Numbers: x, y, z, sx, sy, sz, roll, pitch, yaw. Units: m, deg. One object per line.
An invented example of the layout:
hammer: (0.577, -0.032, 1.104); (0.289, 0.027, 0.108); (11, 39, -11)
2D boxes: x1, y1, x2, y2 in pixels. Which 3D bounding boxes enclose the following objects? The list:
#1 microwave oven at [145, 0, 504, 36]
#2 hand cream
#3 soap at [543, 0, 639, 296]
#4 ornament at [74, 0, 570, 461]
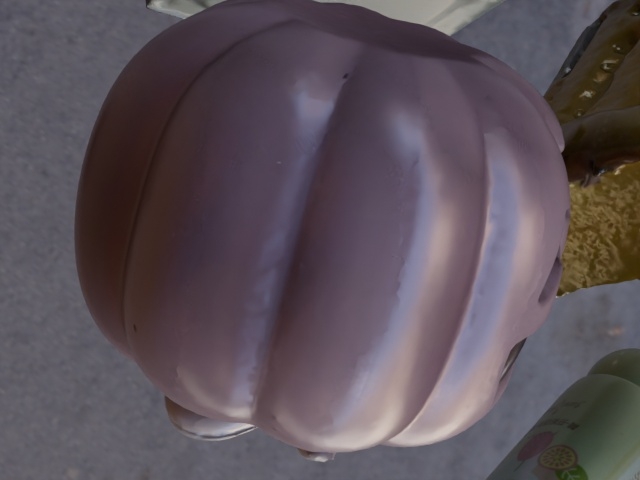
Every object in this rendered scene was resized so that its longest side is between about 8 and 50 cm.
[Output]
microwave oven: (0.021, -0.323, 0.869); (0.218, 0.286, 0.354); (11, 73, -26)
hand cream: (0.156, 0.183, 0.994); (0.306, 0.147, 0.093); (-36, 93, -37)
soap: (0.262, -0.092, 1.006); (0.143, 0.259, 0.281); (49, 53, -20)
ornament: (0.000, 0.000, 0.516); (0.177, 0.177, 0.177); (-22, 125, -35)
